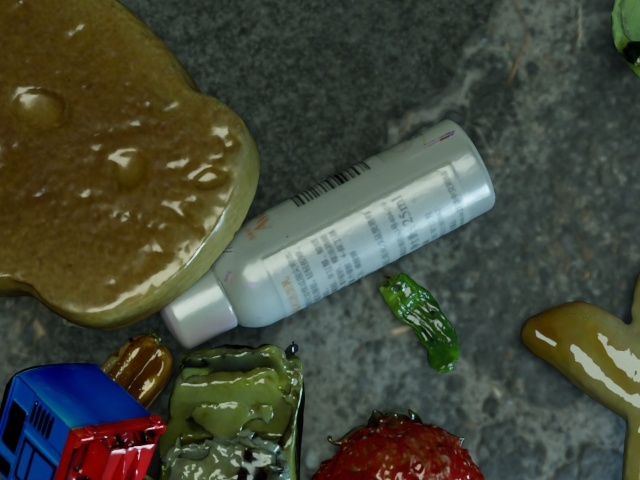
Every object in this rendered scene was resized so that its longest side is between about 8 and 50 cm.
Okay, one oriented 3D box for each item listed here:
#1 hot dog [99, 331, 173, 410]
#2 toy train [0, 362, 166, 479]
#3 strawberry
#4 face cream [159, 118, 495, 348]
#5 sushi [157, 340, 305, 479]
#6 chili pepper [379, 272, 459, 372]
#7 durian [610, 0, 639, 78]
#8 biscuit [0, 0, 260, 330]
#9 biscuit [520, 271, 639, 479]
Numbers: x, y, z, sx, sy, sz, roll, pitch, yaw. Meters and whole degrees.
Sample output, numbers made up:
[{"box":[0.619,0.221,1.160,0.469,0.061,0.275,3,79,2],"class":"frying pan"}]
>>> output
[{"box":[-0.158,0.122,1.398,0.049,0.037,0.122,42,86,-9],"class":"hot dog"},{"box":[-0.183,0.201,1.324,0.131,0.082,0.204,36,117,36],"class":"toy train"},{"box":[0.061,0.219,1.384,0.146,0.082,0.187,-7,87,1],"class":"strawberry"},{"box":[0.000,0.000,1.403,0.269,0.082,0.082,-27,84,-8],"class":"face cream"},{"box":[-0.076,0.218,1.343,0.139,0.131,0.291,1,89,-6],"class":"sushi"},{"box":[0.079,0.062,1.429,0.030,0.034,0.091,-36,86,25],"class":"chili pepper"},{"box":[0.332,-0.278,1.451,0.106,0.132,0.375,38,74,-41],"class":"durian"},{"box":[-0.230,-0.064,1.386,0.343,0.057,0.287,38,78,13],"class":"biscuit"},{"box":[0.265,0.124,1.409,0.164,0.047,0.208,-23,76,-5],"class":"biscuit"}]
